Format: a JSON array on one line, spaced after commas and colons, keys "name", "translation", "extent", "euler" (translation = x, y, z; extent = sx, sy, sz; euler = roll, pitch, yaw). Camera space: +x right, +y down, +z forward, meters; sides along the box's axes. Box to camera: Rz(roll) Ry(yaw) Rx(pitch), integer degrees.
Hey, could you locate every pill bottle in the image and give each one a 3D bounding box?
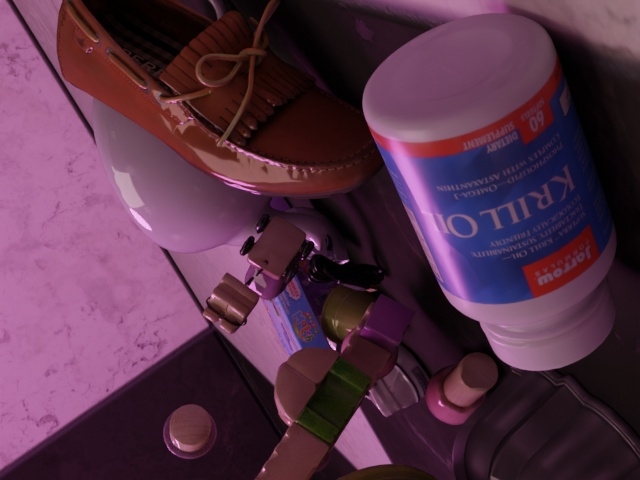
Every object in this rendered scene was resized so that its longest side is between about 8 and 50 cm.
[{"name": "pill bottle", "translation": [0.121, -0.024, 0.818], "extent": [0.124, 0.124, 0.221], "euler": [39, 161, 55]}]

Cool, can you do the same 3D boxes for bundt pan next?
[{"name": "bundt pan", "translation": [0.240, 0.278, 1.181], "extent": [0.331, 0.124, 0.331], "euler": [53, 168, 17]}]

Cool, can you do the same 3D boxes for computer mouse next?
[{"name": "computer mouse", "translation": [0.000, 0.000, 1.514], "extent": [0.106, 0.042, 0.193], "euler": [10, -159, -30]}]

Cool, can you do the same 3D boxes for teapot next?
[{"name": "teapot", "translation": [-0.122, -0.122, 1.406], "extent": [0.256, 0.187, 0.252], "euler": [42, -149, -53]}]

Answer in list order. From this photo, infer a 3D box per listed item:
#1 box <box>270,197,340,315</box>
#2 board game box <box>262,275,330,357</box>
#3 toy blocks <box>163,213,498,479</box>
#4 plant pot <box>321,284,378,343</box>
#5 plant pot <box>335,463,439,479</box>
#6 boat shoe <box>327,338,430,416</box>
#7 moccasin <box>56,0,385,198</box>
[{"name": "box", "translation": [-0.083, -0.025, 1.798], "extent": [0.293, 0.057, 0.201], "euler": [56, 168, -4]}, {"name": "board game box", "translation": [-0.033, 0.113, 1.658], "extent": [0.160, 0.039, 0.211], "euler": [65, 171, 0]}, {"name": "toy blocks", "translation": [-0.009, 0.191, 1.379], "extent": [0.309, 0.288, 0.260], "euler": [33, 161, 5]}, {"name": "plant pot", "translation": [0.057, 0.100, 1.558], "extent": [0.079, 0.083, 0.083], "euler": [22, 146, 49]}, {"name": "plant pot", "translation": [0.109, 0.369, 1.093], "extent": [0.254, 0.276, 0.276], "euler": [20, 145, 51]}, {"name": "boat shoe", "translation": [0.056, 0.169, 1.701], "extent": [0.096, 0.088, 0.267], "euler": [61, 167, -27]}, {"name": "moccasin", "translation": [-0.099, -0.161, 1.204], "extent": [0.380, 0.139, 0.147], "euler": [34, 143, 28]}]
